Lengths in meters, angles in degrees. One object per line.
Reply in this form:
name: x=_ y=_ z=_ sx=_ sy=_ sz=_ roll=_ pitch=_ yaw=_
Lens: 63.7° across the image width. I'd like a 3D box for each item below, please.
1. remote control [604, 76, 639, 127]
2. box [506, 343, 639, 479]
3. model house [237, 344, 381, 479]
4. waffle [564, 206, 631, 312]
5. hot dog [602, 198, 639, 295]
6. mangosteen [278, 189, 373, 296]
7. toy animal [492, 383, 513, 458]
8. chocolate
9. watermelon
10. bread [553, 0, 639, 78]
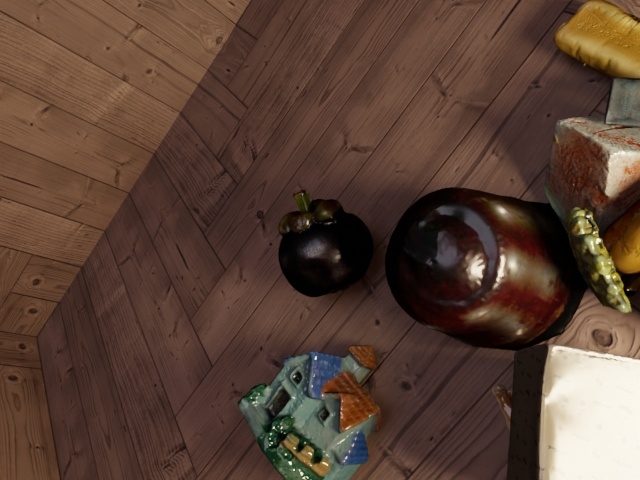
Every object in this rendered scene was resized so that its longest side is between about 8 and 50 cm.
remote control: x=0.740 y=-0.244 z=0.946 sx=0.377 sy=0.044 sz=0.107 roll=11 pitch=78 yaw=23
box: x=0.462 y=0.350 z=0.888 sx=0.225 sy=0.190 sz=0.297 roll=8 pitch=74 yaw=6
model house: x=0.023 y=0.410 z=1.298 sx=0.329 sy=0.252 sz=0.295 roll=-49 pitch=46 yaw=7
waffle: x=0.514 y=0.035 z=0.979 sx=0.054 sy=0.223 sz=0.204 roll=-21 pitch=84 yaw=20
hot dog: x=0.631 y=-0.051 z=0.940 sx=0.107 sy=0.194 sz=0.326 roll=40 pitch=108 yaw=13
mangosteen: x=0.000 y=0.000 z=1.441 sx=0.275 sy=0.275 sz=0.302 roll=-18 pitch=101 yaw=37
toy animal: x=0.448 y=0.374 z=1.014 sx=0.184 sy=0.104 sz=0.185 roll=-18 pitch=56 yaw=27
chocolate: x=0.323 y=0.034 z=1.110 sx=0.384 sy=0.331 sz=0.383 roll=-20 pitch=57 yaw=36
watermelon: x=0.571 y=-0.135 z=1.041 sx=0.261 sy=0.201 sz=0.213 roll=-55 pitch=41 yaw=22
bread: x=0.668 y=-0.430 z=1.150 sx=0.142 sy=0.091 sz=0.305 roll=-45 pitch=48 yaw=16
